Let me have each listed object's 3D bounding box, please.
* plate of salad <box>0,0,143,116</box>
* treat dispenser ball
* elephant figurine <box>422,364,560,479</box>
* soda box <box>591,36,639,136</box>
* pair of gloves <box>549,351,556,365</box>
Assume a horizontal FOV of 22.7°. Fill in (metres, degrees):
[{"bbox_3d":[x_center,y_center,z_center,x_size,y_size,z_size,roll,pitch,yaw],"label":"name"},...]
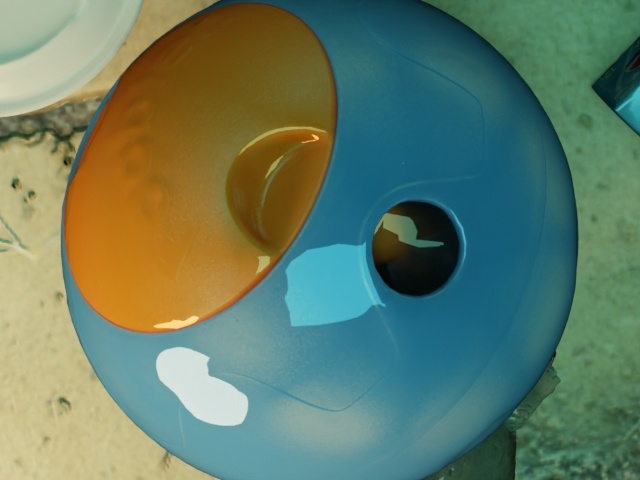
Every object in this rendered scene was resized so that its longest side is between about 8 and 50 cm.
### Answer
[{"bbox_3d":[-0.197,-0.173,0.943,0.199,0.048,0.200,0,96,4],"label":"plate of salad"},{"bbox_3d":[0.000,0.000,0.892,0.288,0.288,0.288,-1,109,-3],"label":"treat dispenser ball"},{"bbox_3d":[0.066,0.207,1.056,0.169,0.186,0.239,-43,126,-34],"label":"elephant figurine"},{"bbox_3d":[0.274,-0.047,1.009,0.210,0.067,0.071,41,102,-14],"label":"soda box"},{"bbox_3d":[0.113,0.077,1.072,0.083,0.010,0.074,32,104,-12],"label":"pair of gloves"}]
